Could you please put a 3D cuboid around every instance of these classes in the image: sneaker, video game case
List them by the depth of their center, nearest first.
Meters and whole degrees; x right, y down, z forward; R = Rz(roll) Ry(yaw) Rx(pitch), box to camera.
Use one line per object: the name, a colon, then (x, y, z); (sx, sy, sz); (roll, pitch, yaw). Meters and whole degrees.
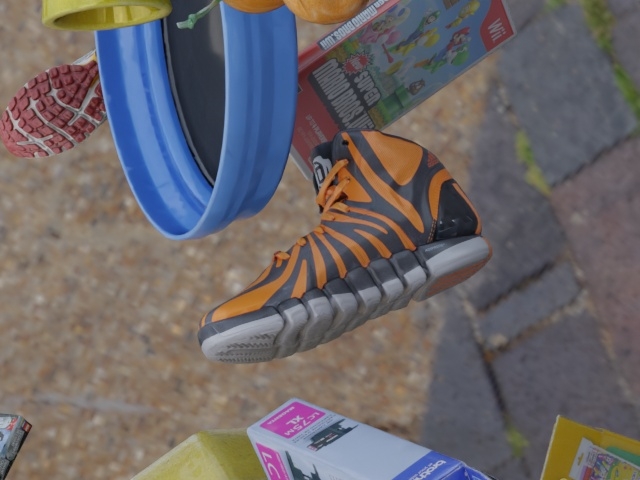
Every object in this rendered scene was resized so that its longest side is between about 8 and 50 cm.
sneaker: (0.000, 0.000, 1.686); (0.180, 0.321, 0.124); (64, 156, 14)
video game case: (0.071, -0.189, 1.782); (0.285, 0.204, 0.025); (-35, 63, 1)
sneaker: (-0.247, -0.161, 1.839); (0.225, 0.093, 0.088); (-34, 88, -5)

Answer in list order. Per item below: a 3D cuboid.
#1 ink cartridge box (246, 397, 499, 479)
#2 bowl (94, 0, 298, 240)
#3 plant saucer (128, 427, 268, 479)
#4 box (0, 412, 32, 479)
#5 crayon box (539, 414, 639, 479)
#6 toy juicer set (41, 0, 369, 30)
ink cartridge box: (0.065, 0.235, 1.276); (0.065, 0.186, 0.311); (-31, 19, -25)
bowl: (-0.123, -0.196, 1.575); (0.391, 0.077, 0.391); (172, 90, -67)
plant saucer: (-0.106, 0.271, 1.668); (0.333, 0.332, 0.081); (-37, 67, 30)
box: (-0.417, 0.250, 2.014); (0.137, 0.027, 0.094); (0, 55, 39)
crayon box: (0.312, 0.306, 1.657); (0.083, 0.323, 0.203); (0, 71, 62)
toy juicer set: (0.027, -0.153, 0.855); (0.329, 0.209, 0.090); (-10, 86, 42)
